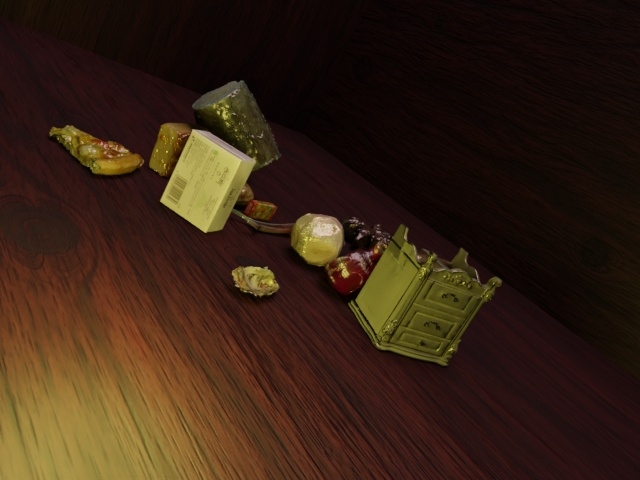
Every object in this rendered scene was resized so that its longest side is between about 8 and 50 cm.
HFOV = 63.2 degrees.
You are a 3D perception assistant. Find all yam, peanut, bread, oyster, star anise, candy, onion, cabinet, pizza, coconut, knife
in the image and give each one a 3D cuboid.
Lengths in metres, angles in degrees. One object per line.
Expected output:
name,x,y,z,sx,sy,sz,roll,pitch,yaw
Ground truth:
yam,-0.314,-0.425,1.987,0.348,0.241,0.241,60,9,-18
peanut,-0.353,-0.204,1.926,0.196,0.110,0.233,39,19,15
bread,-0.510,-0.339,1.949,0.114,0.185,0.274,27,16,10
oyster,-0.170,0.114,1.396,0.105,0.056,0.177,40,20,14
star anise,0.217,-0.018,2.292,0.315,0.108,0.315,22,25,-11
candy,-0.225,-0.114,1.950,0.038,0.062,0.122,40,21,34
onion,0.128,0.087,1.678,0.140,0.218,0.195,64,14,13
cabinet,0.310,0.164,1.556,0.290,0.318,0.227,20,19,-28
pizza,-0.734,-0.298,1.660,0.287,0.075,0.280,27,16,-5
coconut,-0.001,-0.001,1.787,0.194,0.194,0.194,26,17,-9
knife,-0.189,-0.059,1.865,0.278,0.053,0.123,11,20,-46

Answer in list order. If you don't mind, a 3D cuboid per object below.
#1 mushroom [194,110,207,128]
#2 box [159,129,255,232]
mushroom,-0.433,-0.447,2.261,0.362,0.294,0.362,51,-11,14
box,-0.352,-0.183,1.616,0.194,0.260,0.111,34,14,13
